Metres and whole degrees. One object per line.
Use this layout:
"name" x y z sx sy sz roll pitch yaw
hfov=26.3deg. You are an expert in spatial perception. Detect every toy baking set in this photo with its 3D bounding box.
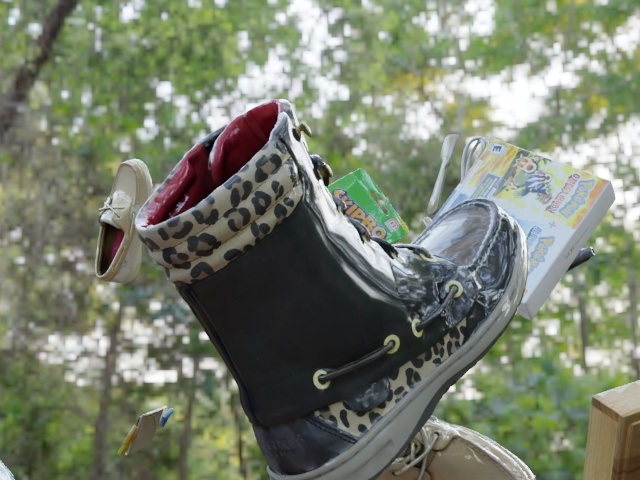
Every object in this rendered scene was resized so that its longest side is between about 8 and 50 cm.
"toy baking set" 0.240 -0.063 2.236 0.030 0.256 0.196 22 -72 -32

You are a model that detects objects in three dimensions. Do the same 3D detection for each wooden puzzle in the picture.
"wooden puzzle" -0.255 0.274 1.986 0.014 0.078 0.116 30 7 17

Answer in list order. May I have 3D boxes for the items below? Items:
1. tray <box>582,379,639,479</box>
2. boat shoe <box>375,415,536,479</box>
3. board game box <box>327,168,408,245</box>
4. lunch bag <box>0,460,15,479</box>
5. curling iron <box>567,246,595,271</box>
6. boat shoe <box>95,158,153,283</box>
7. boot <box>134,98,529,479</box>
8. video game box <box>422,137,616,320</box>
"tray" 0.573 0.282 2.034 0.411 0.202 0.076 -13 27 -27
"boat shoe" 0.105 0.270 1.725 0.341 0.121 0.110 20 -5 21
"board game box" 0.000 0.000 1.961 0.259 0.124 0.039 -31 -9 -29
"lunch bag" -0.492 0.374 1.868 0.108 0.279 0.224 -41 -10 9
"curling iron" 0.301 0.082 2.111 0.274 0.068 0.035 -28 -69 18
"boat shoe" -0.267 -0.025 1.831 0.063 0.170 0.059 9 5 39
"boot" 0.021 0.005 1.174 0.138 0.377 0.284 -8 -60 48
"video game box" 0.244 -0.019 1.754 0.187 0.205 0.048 25 -20 34
